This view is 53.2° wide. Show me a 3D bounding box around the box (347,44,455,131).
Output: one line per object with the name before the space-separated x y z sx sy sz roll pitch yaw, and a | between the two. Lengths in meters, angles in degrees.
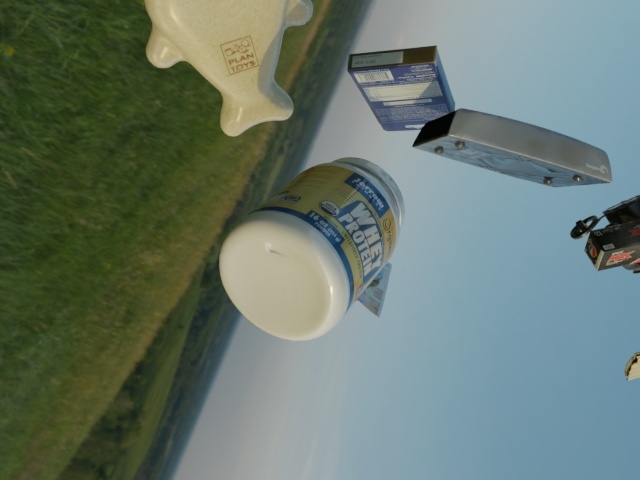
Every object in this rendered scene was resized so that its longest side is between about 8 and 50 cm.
box | 0.143 -0.243 1.055 0.225 0.137 0.036 41 53 -64

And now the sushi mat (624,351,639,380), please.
sushi mat | 0.725 0.193 1.171 0.151 0.317 0.019 54 20 -59

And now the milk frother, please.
milk frother | 0.586 0.000 1.252 0.129 0.134 0.143 -24 176 -17

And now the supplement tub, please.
supplement tub | 0.000 0.000 0.699 0.200 0.144 0.144 -45 165 -50

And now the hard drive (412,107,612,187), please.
hard drive | 0.283 -0.134 0.953 0.172 0.255 0.054 -168 -88 -80

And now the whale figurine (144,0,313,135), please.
whale figurine | -0.118 -0.273 0.816 0.141 0.216 0.272 -115 -174 -50

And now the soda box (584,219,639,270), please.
soda box | 0.562 0.002 1.131 0.060 0.169 0.053 80 -3 -48

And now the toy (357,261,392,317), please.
toy | 0.055 0.016 0.941 0.056 0.137 0.237 -53 -179 21
